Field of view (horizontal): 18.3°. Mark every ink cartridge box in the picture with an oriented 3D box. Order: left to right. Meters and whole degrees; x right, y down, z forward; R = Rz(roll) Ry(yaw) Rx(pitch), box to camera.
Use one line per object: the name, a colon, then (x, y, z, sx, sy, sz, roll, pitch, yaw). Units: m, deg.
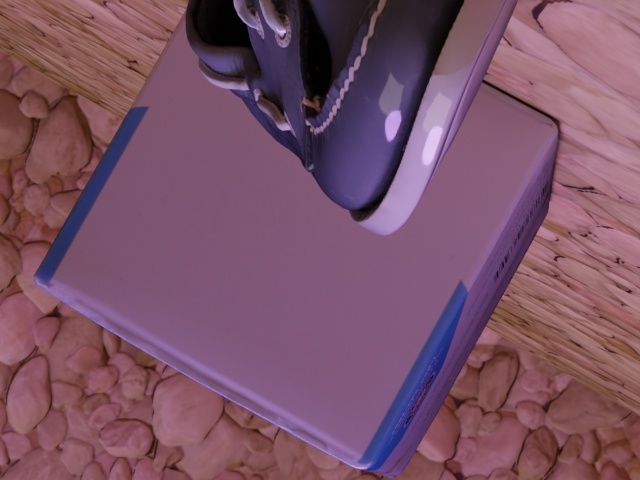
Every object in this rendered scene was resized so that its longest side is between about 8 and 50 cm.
ink cartridge box: (0.000, 0.000, 1.100, 0.197, 0.198, 0.270, 29, 176, 9)

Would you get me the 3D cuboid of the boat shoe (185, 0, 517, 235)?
boat shoe: (0.001, -0.077, 0.705, 0.099, 0.116, 0.319, 27, -178, -7)
